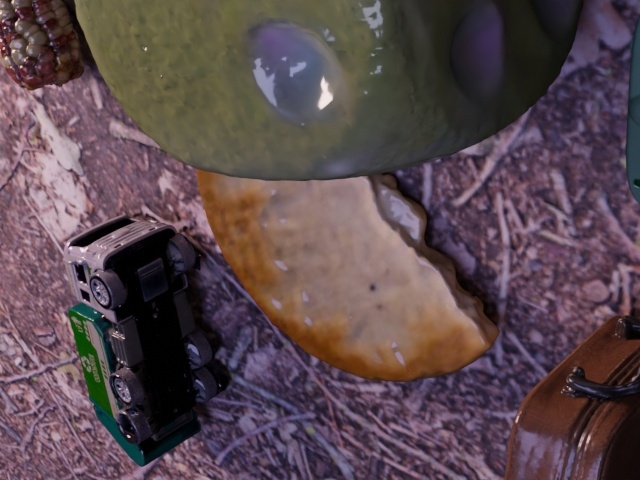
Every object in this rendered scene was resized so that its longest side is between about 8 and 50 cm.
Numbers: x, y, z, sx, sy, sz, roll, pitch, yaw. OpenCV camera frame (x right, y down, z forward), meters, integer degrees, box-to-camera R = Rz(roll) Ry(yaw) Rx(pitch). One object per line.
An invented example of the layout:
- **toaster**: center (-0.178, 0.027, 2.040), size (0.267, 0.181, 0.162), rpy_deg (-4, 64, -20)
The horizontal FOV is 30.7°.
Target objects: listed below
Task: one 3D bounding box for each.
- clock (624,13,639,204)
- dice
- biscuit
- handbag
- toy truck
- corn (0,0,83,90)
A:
- **clock**: center (0.275, -0.066, 0.639), size (0.211, 0.066, 0.159), rpy_deg (18, 137, 31)
- **dice**: center (0.005, -0.190, 0.723), size (0.255, 0.252, 0.249), rpy_deg (5, 118, 35)
- **biscuit**: center (0.000, 0.000, 0.991), size (0.309, 0.040, 0.204), rpy_deg (51, 135, 2)
- **handbag**: center (0.200, 0.138, 0.816), size (0.072, 0.193, 0.151), rpy_deg (18, 117, 34)
- **toy truck**: center (-0.178, 0.101, 1.149), size (0.124, 0.114, 0.253), rpy_deg (18, 126, 43)
- **corn**: center (-0.274, -0.248, 1.032), size (0.080, 0.079, 0.237), rpy_deg (0, 114, 38)
